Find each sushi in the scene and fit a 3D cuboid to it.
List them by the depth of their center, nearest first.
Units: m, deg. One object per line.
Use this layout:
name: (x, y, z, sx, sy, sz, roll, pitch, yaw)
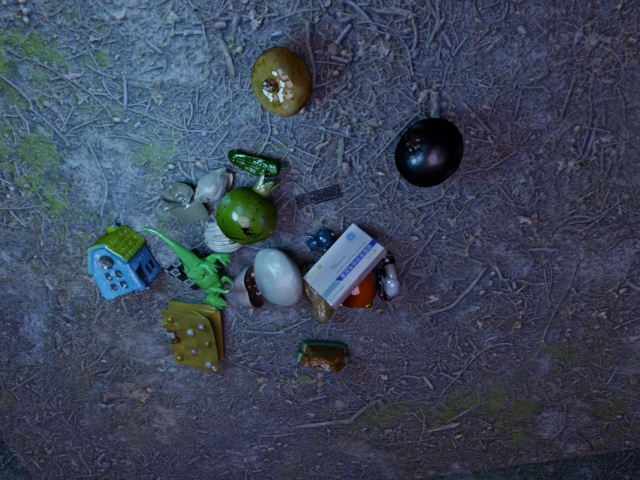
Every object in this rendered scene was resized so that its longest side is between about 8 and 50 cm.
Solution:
sushi: (-0.600, 0.126, 1.981, 0.215, 0.051, 0.192, -34, 126, 19)

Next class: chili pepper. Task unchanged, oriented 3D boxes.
chili pepper: (-0.271, -0.325, 1.744, 0.256, 0.074, 0.100, 13, 116, -4)

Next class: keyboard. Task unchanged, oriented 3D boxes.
keyboard: (-0.012, -0.194, 1.837, 0.204, 0.013, 0.061, -14, 114, 8)

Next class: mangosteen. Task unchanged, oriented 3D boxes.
mangosteen: (0.453, -0.338, 1.651, 0.302, 0.275, 0.275, 16, 120, -44)

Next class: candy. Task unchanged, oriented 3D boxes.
candy: (-0.199, 0.169, 1.878, 0.185, 0.295, 0.296, -34, 119, -30)

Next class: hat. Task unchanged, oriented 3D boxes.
hat: (-0.594, -0.169, 1.841, 0.166, 0.144, 0.173, -24, 157, 10)

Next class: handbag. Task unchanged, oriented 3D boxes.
handbag: (-0.655, 0.497, 2.109, 0.282, 0.133, 0.401, 8, 124, 10)

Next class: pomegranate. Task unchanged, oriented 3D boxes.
pomegranate: (-0.144, -0.585, 1.531, 0.248, 0.248, 0.248, 0, 116, 1)
pomegranate: (-0.293, -0.132, 1.754, 0.260, 0.260, 0.341, 30, 108, -13)

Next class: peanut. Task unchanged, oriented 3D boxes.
peanut: (-0.015, 0.259, 1.987, 0.149, 0.149, 0.313, -11, 116, 6)

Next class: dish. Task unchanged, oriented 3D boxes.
dish: (-0.348, 0.229, 1.952, 0.090, 0.213, 0.213, -14, 115, 16)

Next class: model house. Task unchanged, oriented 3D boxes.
model house: (-0.906, 0.084, 1.867, 0.215, 0.237, 0.303, -20, 112, 8)

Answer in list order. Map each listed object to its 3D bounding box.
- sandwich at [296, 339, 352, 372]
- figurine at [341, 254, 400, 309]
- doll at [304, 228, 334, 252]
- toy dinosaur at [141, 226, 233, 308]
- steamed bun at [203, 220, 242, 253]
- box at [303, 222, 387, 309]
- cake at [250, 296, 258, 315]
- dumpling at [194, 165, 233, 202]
sandwich: (0.015, 0.596, 2.127, 0.291, 0.212, 0.109, 9, 101, 11)
figurine: (0.203, 0.207, 1.927, 0.322, 0.196, 0.320, -9, 115, -6)
doll: (0.000, 0.000, 1.897, 0.151, 0.085, 0.114, -29, 101, 25)
toy dinosaur: (-0.610, 0.129, 1.910, 0.499, 0.144, 0.374, 31, 138, -14)
steamed bun: (-0.444, -0.014, 1.882, 0.182, 0.106, 0.183, 0, 117, -1)
box: (0.107, 0.111, 1.828, 0.343, 0.200, 0.065, -47, 150, -3)
cake: (-0.346, 0.315, 2.070, 0.065, 0.052, 0.121, 12, 116, -11)
dumpling: (-0.451, -0.234, 1.773, 0.199, 0.118, 0.136, -44, 147, 11)
